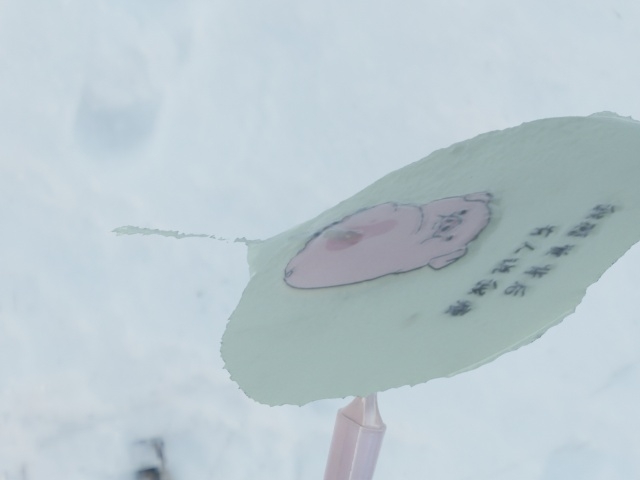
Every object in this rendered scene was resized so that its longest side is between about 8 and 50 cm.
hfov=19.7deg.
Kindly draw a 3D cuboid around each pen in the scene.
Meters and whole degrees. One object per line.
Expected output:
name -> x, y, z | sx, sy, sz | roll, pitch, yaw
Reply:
pen -> 0.028, 0.209, 1.723 | 0.032, 0.053, 0.197 | -2, 112, -42

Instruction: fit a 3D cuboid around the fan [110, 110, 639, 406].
fan -> 0.000, -0.001, 0.698 | 0.182, 0.310, 0.010 | -40, 115, -31
